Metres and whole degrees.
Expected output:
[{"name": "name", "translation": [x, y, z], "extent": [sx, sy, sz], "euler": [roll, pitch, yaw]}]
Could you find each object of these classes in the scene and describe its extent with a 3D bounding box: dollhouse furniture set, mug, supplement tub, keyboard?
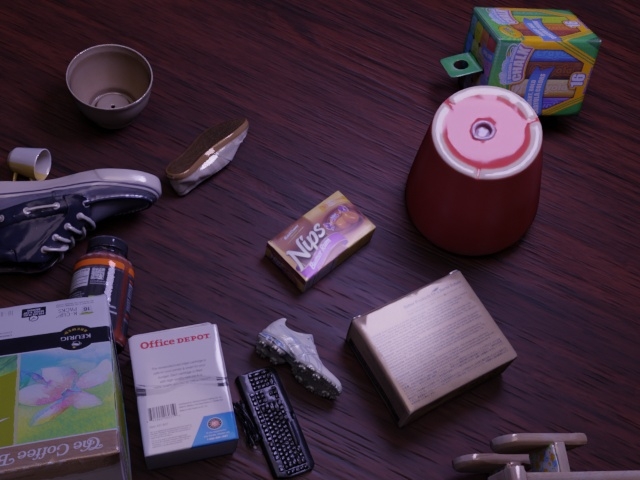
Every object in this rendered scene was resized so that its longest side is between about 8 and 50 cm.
[{"name": "dollhouse furniture set", "translation": [0.294, 0.443, 1.105], "extent": [0.256, 0.394, 0.362], "euler": [5, 60, -18]}, {"name": "mug", "translation": [-0.551, -0.141, 1.502], "extent": [0.064, 0.062, 0.078], "euler": [12, 52, 7]}, {"name": "supplement tub", "translation": [-0.374, 0.093, 1.370], "extent": [0.106, 0.106, 0.198], "euler": [5, 59, -7]}, {"name": "keyboard", "translation": [-0.086, 0.303, 1.337], "extent": [0.100, 0.038, 0.192], "euler": [-18, 64, -19]}]

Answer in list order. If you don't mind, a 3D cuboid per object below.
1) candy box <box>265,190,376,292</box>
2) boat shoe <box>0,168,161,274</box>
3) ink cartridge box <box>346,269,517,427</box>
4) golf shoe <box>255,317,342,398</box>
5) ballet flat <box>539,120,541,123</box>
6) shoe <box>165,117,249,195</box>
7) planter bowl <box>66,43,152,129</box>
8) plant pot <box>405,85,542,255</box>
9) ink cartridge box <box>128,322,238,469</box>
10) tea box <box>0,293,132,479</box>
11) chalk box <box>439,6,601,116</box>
[{"name": "candy box", "translation": [0.000, 0.000, 1.517], "extent": [0.186, 0.053, 0.109], "euler": [-36, 72, -27]}, {"name": "boat shoe", "translation": [-0.450, -0.025, 1.427], "extent": [0.340, 0.127, 0.158], "euler": [-7, 68, -4]}, {"name": "ink cartridge box", "translation": [0.193, 0.188, 1.420], "extent": [0.234, 0.088, 0.193], "euler": [-23, 65, -20]}, {"name": "golf shoe", "translation": [-0.024, 0.198, 1.393], "extent": [0.176, 0.069, 0.086], "euler": [37, 52, 8]}, {"name": "ballet flat", "translation": [0.405, -0.153, 1.678], "extent": [0.084, 0.058, 0.250], "euler": [20, 64, 6]}, {"name": "shoe", "translation": [-0.218, -0.169, 1.581], "extent": [0.076, 0.058, 0.219], "euler": [17, 48, 37]}, {"name": "planter bowl", "translation": [-0.411, -0.289, 1.581], "extent": [0.162, 0.109, 0.162], "euler": [4, 60, -8]}, {"name": "plant pot", "translation": [0.296, -0.143, 1.509], "extent": [0.274, 0.243, 0.275], "euler": [-2, 65, 4]}, {"name": "ink cartridge box", "translation": [-0.226, 0.252, 1.313], "extent": [0.148, 0.086, 0.203], "euler": [-8, 61, -13]}, {"name": "tea box", "translation": [-0.442, 0.273, 1.128], "extent": [0.328, 0.220, 0.324], "euler": [-8, 38, -14]}, {"name": "chalk box", "translation": [0.405, -0.380, 1.703], "extent": [0.288, 0.179, 0.180], "euler": [-1, 38, -11]}]
